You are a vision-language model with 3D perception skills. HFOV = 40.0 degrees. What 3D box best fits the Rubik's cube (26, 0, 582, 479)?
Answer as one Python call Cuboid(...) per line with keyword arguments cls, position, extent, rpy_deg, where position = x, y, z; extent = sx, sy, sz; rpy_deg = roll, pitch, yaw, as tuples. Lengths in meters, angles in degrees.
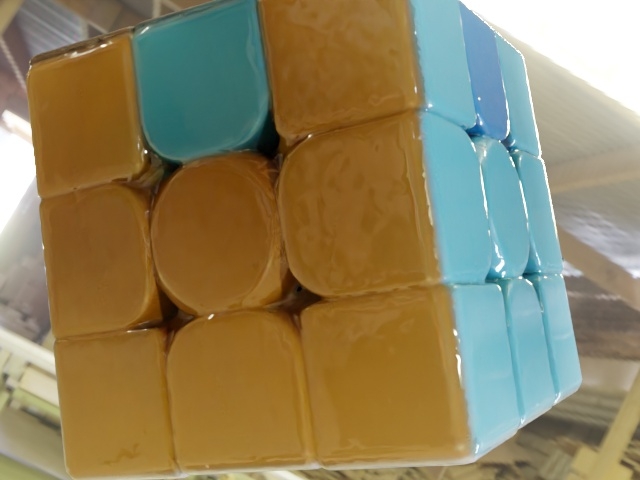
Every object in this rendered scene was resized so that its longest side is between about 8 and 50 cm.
Cuboid(cls="Rubik's cube", position=(0.000, 0.000, 0.646), extent=(0.291, 0.291, 0.290), rpy_deg=(-10, -7, 27))
